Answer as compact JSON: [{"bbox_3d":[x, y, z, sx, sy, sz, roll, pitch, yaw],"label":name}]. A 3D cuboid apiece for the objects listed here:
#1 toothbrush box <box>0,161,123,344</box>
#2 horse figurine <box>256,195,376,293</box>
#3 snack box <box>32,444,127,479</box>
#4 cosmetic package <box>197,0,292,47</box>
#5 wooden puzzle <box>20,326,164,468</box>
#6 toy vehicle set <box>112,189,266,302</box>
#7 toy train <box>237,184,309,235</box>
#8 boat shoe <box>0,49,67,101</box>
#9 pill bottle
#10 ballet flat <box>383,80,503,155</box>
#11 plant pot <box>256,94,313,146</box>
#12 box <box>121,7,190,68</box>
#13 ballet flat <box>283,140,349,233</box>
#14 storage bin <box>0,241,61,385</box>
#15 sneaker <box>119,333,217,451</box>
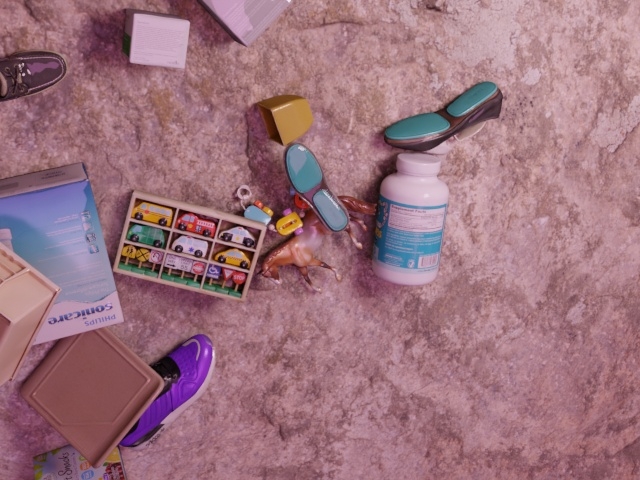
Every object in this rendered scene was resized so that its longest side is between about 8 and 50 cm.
[{"bbox_3d":[-0.505,0.029,1.586,0.217,0.126,0.295,-15,114,-14],"label":"toothbrush box"},{"bbox_3d":[0.000,0.000,1.804,0.174,0.066,0.263,34,96,-29],"label":"horse figurine"},{"bbox_3d":[-0.482,0.490,1.732,0.175,0.207,0.070,-17,115,-13],"label":"snack box"},{"bbox_3d":[-0.178,-0.475,1.531,0.127,0.107,0.238,-44,116,0],"label":"cosmetic package"},{"bbox_3d":[-0.447,0.289,1.685,0.239,0.044,0.221,40,93,16],"label":"wooden puzzle"},{"bbox_3d":[-0.257,0.013,1.690,0.267,0.035,0.165,14,105,-10],"label":"toy vehicle set"},{"bbox_3d":[-0.088,-0.067,1.756,0.167,0.046,0.125,-2,78,-11],"label":"toy train"},{"bbox_3d":[-0.548,-0.275,1.481,0.224,0.073,0.080,-15,115,-15],"label":"boat shoe"},{"bbox_3d":[0.192,-0.048,1.814,0.146,0.146,0.263,-2,110,-20],"label":"pill bottle"},{"bbox_3d":[0.267,-0.236,1.803,0.281,0.095,0.096,-25,129,-10],"label":"ballet flat"},{"bbox_3d":[-0.063,-0.243,1.679,0.083,0.081,0.081,-26,117,-15],"label":"plant pot"},{"bbox_3d":[-0.295,-0.360,1.529,0.102,0.101,0.087,4,108,-22],"label":"box"},{"bbox_3d":[-0.016,-0.106,1.708,0.072,0.068,0.213,-34,111,-3],"label":"ballet flat"},{"bbox_3d":[-0.626,0.117,1.476,0.260,0.123,0.262,38,123,2],"label":"storage bin"},{"bbox_3d":[-0.340,0.304,1.749,0.293,0.102,0.146,-50,138,3],"label":"sneaker"}]
